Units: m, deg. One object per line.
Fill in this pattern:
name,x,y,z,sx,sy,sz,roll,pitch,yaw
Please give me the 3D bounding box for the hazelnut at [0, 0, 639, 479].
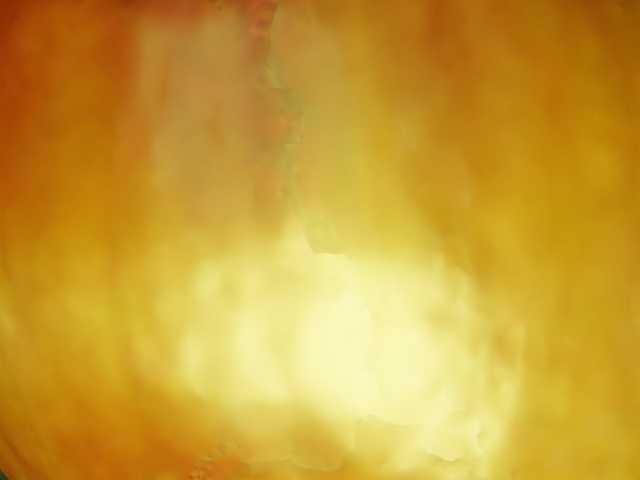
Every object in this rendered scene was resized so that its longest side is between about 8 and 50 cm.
hazelnut,-0.002,-0.009,0.738,0.366,0.366,0.365,-1,85,10
